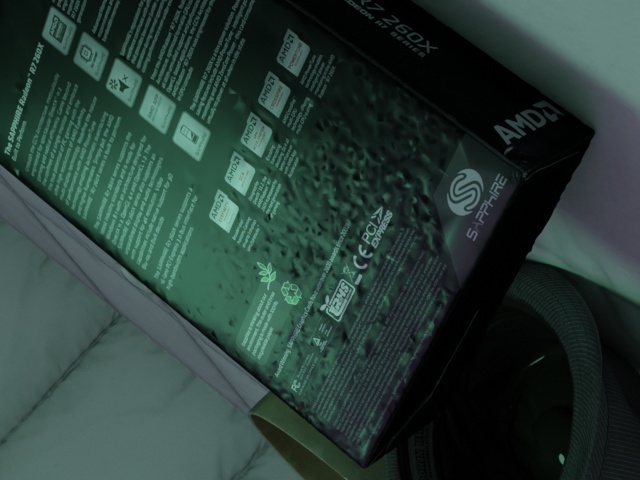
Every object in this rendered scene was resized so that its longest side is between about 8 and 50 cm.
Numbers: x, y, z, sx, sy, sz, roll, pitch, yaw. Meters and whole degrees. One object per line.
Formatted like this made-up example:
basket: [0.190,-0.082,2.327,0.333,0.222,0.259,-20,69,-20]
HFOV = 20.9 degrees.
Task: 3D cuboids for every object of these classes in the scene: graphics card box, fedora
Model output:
graphics card box: [-0.046,-0.069,1.032,0.371,0.094,0.233,38,125,20]
fedora: [0.159,0.144,1.235,0.124,0.244,0.275,15,-179,-27]

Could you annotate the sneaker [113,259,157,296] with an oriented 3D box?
sneaker: [-0.222,-0.017,2.137,0.262,0.099,0.121,45,164,-19]

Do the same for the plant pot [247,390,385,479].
plant pot: [0.105,0.171,1.473,0.284,0.191,0.284,40,168,10]
